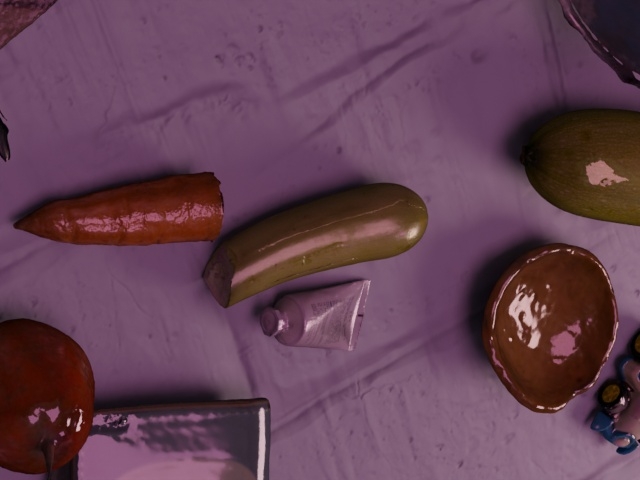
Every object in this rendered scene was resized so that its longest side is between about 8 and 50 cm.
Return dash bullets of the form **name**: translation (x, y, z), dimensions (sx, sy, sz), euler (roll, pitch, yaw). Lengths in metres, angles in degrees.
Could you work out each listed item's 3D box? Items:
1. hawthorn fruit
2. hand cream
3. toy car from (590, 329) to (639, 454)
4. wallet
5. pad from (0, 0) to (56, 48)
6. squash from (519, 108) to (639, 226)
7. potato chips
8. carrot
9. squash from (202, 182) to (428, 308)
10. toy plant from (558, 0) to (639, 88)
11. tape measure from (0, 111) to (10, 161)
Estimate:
- **hawthorn fruit**: translation (-0.270, 0.164, 1.733), dimensions (0.149, 0.189, 0.149), euler (-37, 153, -22)
- **hand cream**: translation (-0.006, 0.083, 1.939), dimensions (0.142, 0.053, 0.084), euler (-3, 112, -46)
- **toy car**: translation (0.415, 0.194, 2.199), dimensions (0.161, 0.098, 0.126), euler (-51, 124, -6)
- **wallet**: translation (-0.172, 0.343, 1.885), dimensions (0.252, 0.083, 0.360), euler (0, 94, -28)
- **pad**: translation (-0.400, -0.264, 1.579), dimensions (0.220, 0.004, 0.330), euler (-43, 125, -9)
- **squash**: translation (0.334, -0.080, 2.018), dimensions (0.247, 0.132, 0.132), euler (5, 107, -33)
- **potato chips**: translation (0.255, 0.095, 2.085), dimensions (0.208, 0.062, 0.195), euler (24, 91, -34)
- **carrot**: translation (-0.200, -0.027, 1.766), dimensions (0.205, 0.072, 0.072), euler (-5, 112, -23)
- **squash**: translation (0.000, 0.000, 1.883), dimensions (0.250, 0.083, 0.083), euler (-18, 118, -21)
- **toy plant**: translation (0.427, -0.333, 1.872), dimensions (0.332, 0.247, 0.247), euler (-43, 126, -21)
- **tape measure**: translation (-0.425, -0.170, 1.536), dimensions (0.215, 0.098, 0.351), euler (-35, 120, -17)
